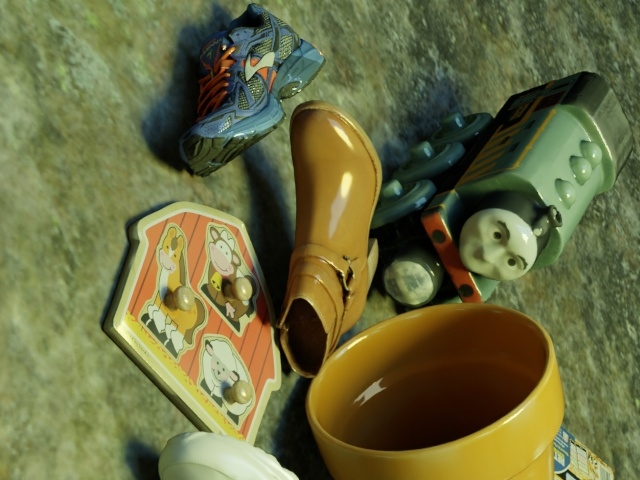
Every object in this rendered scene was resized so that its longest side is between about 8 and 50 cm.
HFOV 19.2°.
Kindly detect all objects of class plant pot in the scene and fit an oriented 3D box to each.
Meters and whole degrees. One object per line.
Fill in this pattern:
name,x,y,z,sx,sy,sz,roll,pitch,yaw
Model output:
plant pot,0.110,0.184,1.554,0.205,0.205,0.188,-61,140,-52

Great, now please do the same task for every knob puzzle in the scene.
knob puzzle,-0.080,0.049,1.467,0.213,0.030,0.213,34,46,-44

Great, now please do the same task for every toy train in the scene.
toy train,0.169,-0.046,1.759,0.142,0.190,0.334,62,32,-13

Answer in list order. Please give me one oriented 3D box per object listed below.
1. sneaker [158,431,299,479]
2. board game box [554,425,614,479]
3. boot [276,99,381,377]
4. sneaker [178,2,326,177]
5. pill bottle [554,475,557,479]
sneaker,-0.049,0.243,1.353,0.232,0.090,0.115,58,36,-18
board game box,0.232,0.280,1.815,0.147,0.045,0.193,41,42,-40
boot,0.000,0.000,1.541,0.152,0.073,0.197,-62,143,-50
sneaker,-0.073,-0.124,1.548,0.087,0.083,0.221,48,30,-10
pill bottle,0.174,0.274,1.696,0.078,0.078,0.137,40,43,-40
